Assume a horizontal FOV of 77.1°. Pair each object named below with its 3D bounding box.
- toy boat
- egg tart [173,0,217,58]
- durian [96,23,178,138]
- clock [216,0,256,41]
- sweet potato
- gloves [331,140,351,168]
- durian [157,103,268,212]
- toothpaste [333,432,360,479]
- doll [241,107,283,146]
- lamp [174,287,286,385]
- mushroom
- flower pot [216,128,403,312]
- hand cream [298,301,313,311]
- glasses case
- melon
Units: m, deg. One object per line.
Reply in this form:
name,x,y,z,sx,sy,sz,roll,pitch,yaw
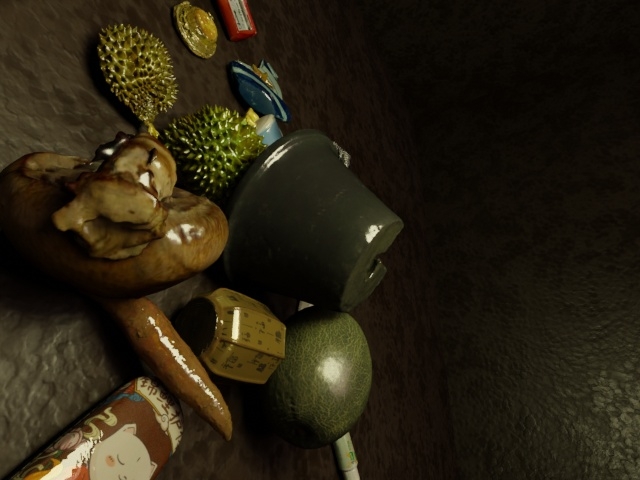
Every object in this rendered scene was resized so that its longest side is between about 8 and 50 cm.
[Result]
toy boat,-0.162,-0.445,1.147,0.220,0.067,0.291,40,27,-28
egg tart,-0.283,-0.493,0.933,0.130,0.052,0.131,33,50,-51
durian,-0.314,-0.285,0.710,0.146,0.102,0.209,-12,91,-70
clock,-0.240,-0.622,1.080,0.155,0.061,0.113,69,26,-19
sweet potato,-0.225,0.168,0.592,0.315,0.066,0.072,52,0,-6
gloves,0.022,-0.236,1.373,0.129,0.106,0.181,43,68,-45
durian,-0.191,-0.149,0.808,0.200,0.176,0.237,-64,148,-26
toothpaste,0.044,0.482,1.062,0.055,0.058,0.315,-14,83,-20
doll,-0.120,-0.238,1.067,0.241,0.098,0.135,58,-9,-33
lamp,-0.157,0.174,0.714,0.185,0.161,0.162,37,45,-48
mushroom,-0.254,-0.026,0.516,0.263,0.283,0.196,23,74,-11
flower pot,0.000,0.000,0.817,0.379,0.251,0.380,-44,155,-27
hand cream,0.000,0.199,1.131,0.186,0.054,0.087,42,45,-39
glasses case,-0.284,0.289,0.474,0.122,0.082,0.321,64,25,-9
melon,-0.009,0.274,0.855,0.238,0.237,0.302,62,24,-24
